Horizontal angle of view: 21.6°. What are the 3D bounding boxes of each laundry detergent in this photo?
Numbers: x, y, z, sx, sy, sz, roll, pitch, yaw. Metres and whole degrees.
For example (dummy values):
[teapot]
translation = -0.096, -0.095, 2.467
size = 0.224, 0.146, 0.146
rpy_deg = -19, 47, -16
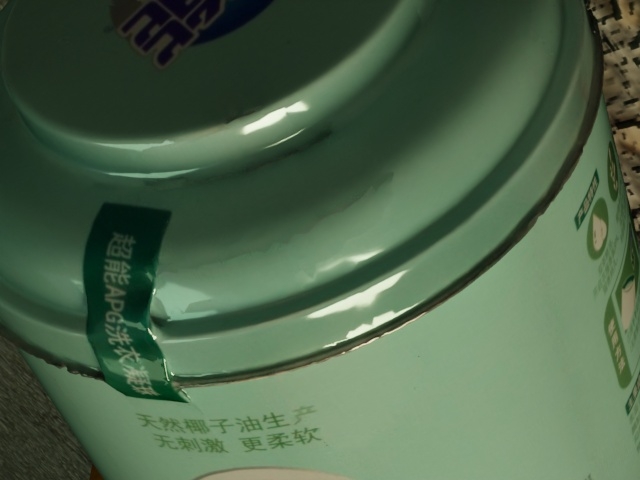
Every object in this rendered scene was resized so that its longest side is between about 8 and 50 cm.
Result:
[laundry detergent]
translation = 0.000, 0.000, 0.757
size = 0.287, 0.287, 0.305
rpy_deg = 27, 152, 39

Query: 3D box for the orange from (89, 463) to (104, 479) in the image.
[orange]
translation = -0.072, 0.205, 1.297
size = 0.249, 0.249, 0.183
rpy_deg = 49, 141, -7
